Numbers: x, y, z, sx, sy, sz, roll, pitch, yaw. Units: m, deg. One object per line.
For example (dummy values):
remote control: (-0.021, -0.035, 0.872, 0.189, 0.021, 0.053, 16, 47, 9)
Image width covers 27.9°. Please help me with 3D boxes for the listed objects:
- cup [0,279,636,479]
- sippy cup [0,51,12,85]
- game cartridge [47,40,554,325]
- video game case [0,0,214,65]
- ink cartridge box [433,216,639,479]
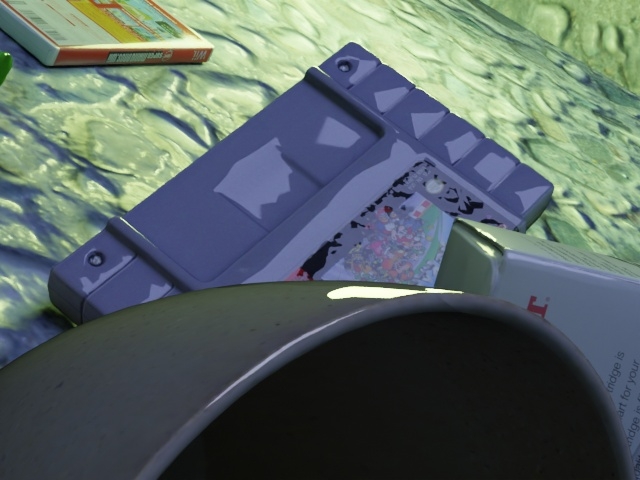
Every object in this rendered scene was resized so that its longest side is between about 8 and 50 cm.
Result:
cup: (-0.055, 0.157, 0.561, 0.331, 0.331, 0.237, 7, 6, -43)
sippy cup: (-0.363, -0.237, 0.963, 0.305, 0.224, 0.240, 38, 23, -32)
game cartridge: (0.000, 0.000, 0.990, 0.230, 0.068, 0.355, 35, 54, 19)
video game case: (-0.273, -0.261, 1.443, 0.204, 0.025, 0.285, 39, 25, 20)
ink cartridge box: (0.216, 0.132, 0.901, 0.307, 0.223, 0.129, 14, 10, -12)
